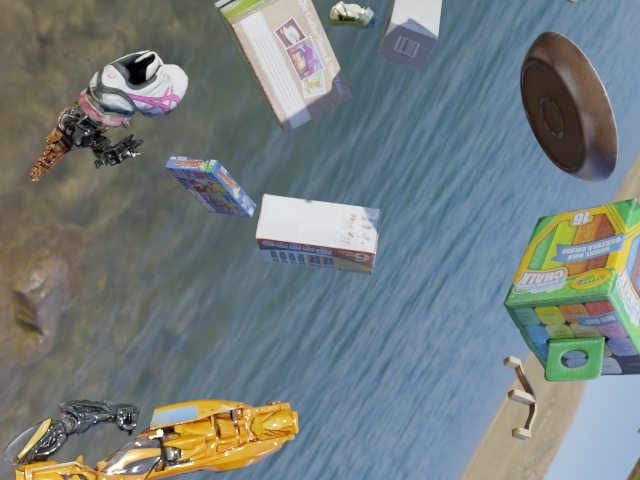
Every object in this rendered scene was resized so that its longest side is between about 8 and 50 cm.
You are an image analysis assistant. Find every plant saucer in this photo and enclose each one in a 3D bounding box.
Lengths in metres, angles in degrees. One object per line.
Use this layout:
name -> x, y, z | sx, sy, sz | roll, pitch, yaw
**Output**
plant saucer -> 0.468, -0.249, 1.337 | 0.050, 0.310, 0.310 | -23, 156, 0

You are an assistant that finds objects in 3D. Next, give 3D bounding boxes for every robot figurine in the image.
robot figurine -> -0.158, 0.246, 0.655 | 0.291, 0.211, 0.085 | -5, 165, -25

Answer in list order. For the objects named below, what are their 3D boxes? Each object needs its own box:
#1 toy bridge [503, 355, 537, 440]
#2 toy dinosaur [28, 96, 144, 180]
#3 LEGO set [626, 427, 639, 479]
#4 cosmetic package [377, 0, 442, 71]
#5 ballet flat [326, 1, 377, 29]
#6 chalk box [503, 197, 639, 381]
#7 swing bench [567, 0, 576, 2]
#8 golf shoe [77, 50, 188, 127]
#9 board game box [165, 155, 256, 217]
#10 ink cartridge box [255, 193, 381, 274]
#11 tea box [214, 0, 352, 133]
toy bridge -> 0.431, 0.335, 1.467 | 0.026, 0.063, 0.188 | -48, -152, 44
toy dinosaur -> -0.521, -0.253, 1.559 | 0.164, 0.218, 0.322 | 28, 88, -47
LEGO set -> 0.354, 0.230, 0.627 | 0.287, 0.132, 0.107 | -32, 176, 20
cosmetic package -> 0.226, -0.540, 1.719 | 0.238, 0.127, 0.107 | -73, -175, -48
ballet flat -> 0.075, -0.630, 1.900 | 0.068, 0.213, 0.072 | 39, 84, -42
chalk box -> 0.430, 0.101, 1.112 | 0.179, 0.180, 0.289 | 54, 48, -23
swing bench -> 0.446, -0.545, 1.119 | 0.253, 0.165, 0.254 | -33, 157, -54
golf shoe -> -0.211, -0.195, 0.848 | 0.086, 0.067, 0.186 | -41, -177, 29
board game box -> -0.255, -0.125, 1.620 | 0.201, 0.136, 0.035 | 54, 51, -54
ink cartridge box -> 0.000, 0.000, 1.868 | 0.272, 0.310, 0.130 | 83, 15, -71
tea box -> -0.107, -0.529, 1.904 | 0.220, 0.323, 0.329 | -29, 122, -2
